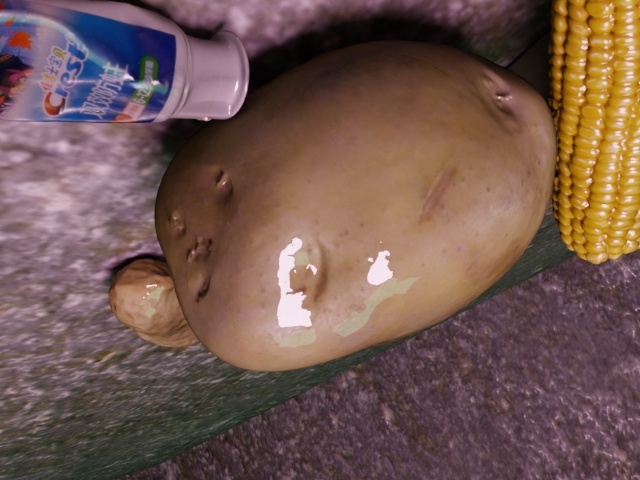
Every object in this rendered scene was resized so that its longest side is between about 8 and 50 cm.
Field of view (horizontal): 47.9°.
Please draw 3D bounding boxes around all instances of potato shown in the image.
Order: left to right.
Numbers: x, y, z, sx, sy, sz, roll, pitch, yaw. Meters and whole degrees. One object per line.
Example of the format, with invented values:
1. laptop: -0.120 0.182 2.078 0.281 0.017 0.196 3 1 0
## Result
1. potato: 0.038 -0.036 0.550 0.326 0.221 0.243 -21 175 -22

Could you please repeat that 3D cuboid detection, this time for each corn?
1. corn: 0.227 -0.121 0.548 0.115 0.115 0.318 -20 124 -14

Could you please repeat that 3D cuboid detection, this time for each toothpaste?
1. toothpaste: -0.165 -0.099 0.389 0.266 0.061 0.096 -3 155 -38

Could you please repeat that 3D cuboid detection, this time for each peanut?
1. peanut: -0.181 0.078 0.847 0.099 0.099 0.214 -24 166 -3

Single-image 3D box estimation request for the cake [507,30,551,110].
1. cake: 0.268 -0.181 0.749 0.158 0.172 0.283 -3 -173 -37
